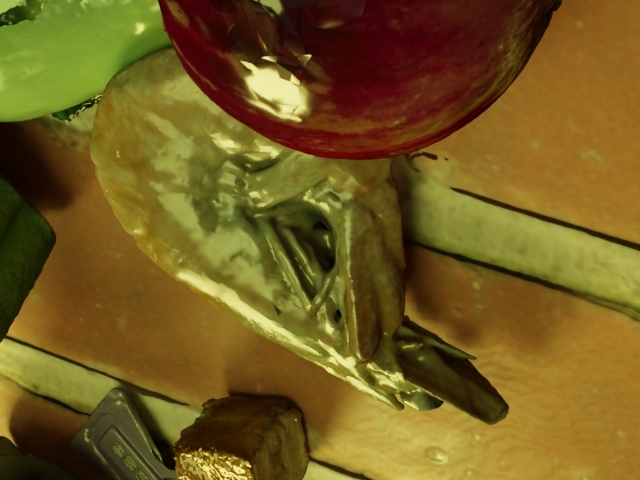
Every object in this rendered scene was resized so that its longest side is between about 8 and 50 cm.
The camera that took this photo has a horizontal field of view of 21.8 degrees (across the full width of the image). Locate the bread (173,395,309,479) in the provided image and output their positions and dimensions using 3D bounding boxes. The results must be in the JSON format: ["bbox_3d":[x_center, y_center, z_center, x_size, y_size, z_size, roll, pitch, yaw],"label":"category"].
[{"bbox_3d":[-0.054,0.154,1.135,0.070,0.083,0.077,3,115,26],"label":"bread"}]

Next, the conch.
[{"bbox_3d":[-0.173,-0.143,1.020,0.250,0.137,0.143,5,94,7],"label":"conch"}]

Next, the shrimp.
[{"bbox_3d":[0.000,0.000,1.004,0.317,0.077,0.168,35,128,-5],"label":"shrimp"}]

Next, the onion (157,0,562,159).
[{"bbox_3d":[0.015,-0.158,0.819,0.272,0.230,0.256,-2,117,23],"label":"onion"}]

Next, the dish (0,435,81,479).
[{"bbox_3d":[-0.196,0.236,1.196,0.086,0.228,0.236,-29,75,19],"label":"dish"}]

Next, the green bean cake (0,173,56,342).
[{"bbox_3d":[-0.330,-0.018,1.131,0.248,0.125,0.222,-5,139,45],"label":"green bean cake"}]

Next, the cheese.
[{"bbox_3d":[-0.106,0.197,1.215,0.191,0.042,0.105,48,134,6],"label":"cheese"}]
